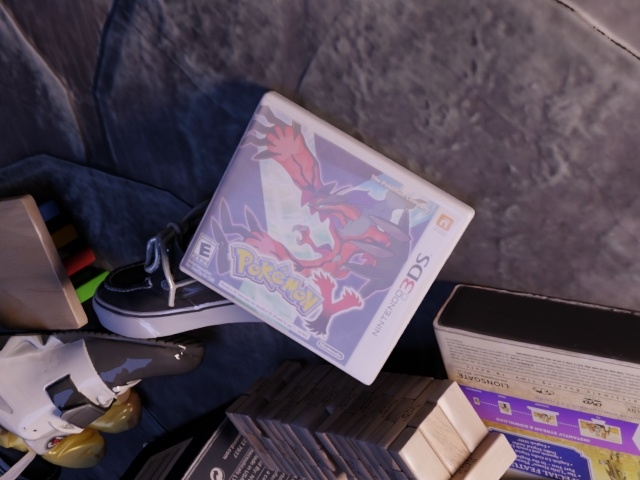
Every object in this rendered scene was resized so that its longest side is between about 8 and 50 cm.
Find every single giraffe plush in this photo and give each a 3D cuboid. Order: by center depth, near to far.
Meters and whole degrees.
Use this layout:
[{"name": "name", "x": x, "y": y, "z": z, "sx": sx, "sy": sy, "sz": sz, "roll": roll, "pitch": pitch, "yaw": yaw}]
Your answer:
[{"name": "giraffe plush", "x": -0.368, "y": 0.203, "z": 1.409, "sx": 0.170, "sy": 0.210, "sz": 0.181, "roll": 45, "pitch": 160, "yaw": 41}]

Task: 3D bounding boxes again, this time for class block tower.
[{"name": "block tower", "x": 0.034, "y": 0.188, "z": 1.049, "sx": 0.335, "sy": 0.091, "sz": 0.097, "roll": -2, "pitch": 127, "yaw": 56}]

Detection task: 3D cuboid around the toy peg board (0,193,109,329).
[{"name": "toy peg board", "x": -0.332, "y": 0.016, "z": 1.241, "sx": 0.161, "sy": 0.079, "sz": 0.160, "roll": -5, "pitch": 112, "yaw": 42}]

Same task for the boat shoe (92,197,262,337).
[{"name": "boat shoe", "x": -0.113, "y": 0.024, "z": 1.027, "sx": 0.306, "sy": 0.113, "sz": 0.105, "roll": -3, "pitch": 122, "yaw": 37}]

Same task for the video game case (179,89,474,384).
[{"name": "video game case", "x": 0.000, "y": 0.000, "z": 0.905, "sx": 0.201, "sy": 0.023, "sz": 0.183, "roll": 31, "pitch": 111, "yaw": 7}]

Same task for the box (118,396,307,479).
[{"name": "box", "x": -0.079, "y": 0.433, "z": 1.364, "sx": 0.395, "sy": 0.212, "sz": 0.293, "roll": 43, "pitch": 142, "yaw": -10}]

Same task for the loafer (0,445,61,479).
[{"name": "loafer", "x": -0.501, "y": 0.311, "z": 1.683, "sx": 0.220, "sy": 0.080, "sz": 0.078, "roll": 42, "pitch": 144, "yaw": -8}]

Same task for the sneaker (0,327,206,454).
[{"name": "sneaker", "x": -0.287, "y": 0.173, "z": 1.239, "sx": 0.331, "sy": 0.146, "sz": 0.122, "roll": -5, "pitch": 175, "yaw": 15}]

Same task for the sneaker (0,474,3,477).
[{"name": "sneaker", "x": -0.552, "y": 0.489, "z": 1.921, "sx": 0.229, "sy": 0.087, "sz": 0.092, "roll": 28, "pitch": 141, "yaw": 7}]

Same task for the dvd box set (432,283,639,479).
[{"name": "dvd box set", "x": 0.291, "y": 0.230, "z": 0.969, "sx": 0.308, "sy": 0.062, "sz": 0.420, "roll": 8, "pitch": 135, "yaw": 33}]

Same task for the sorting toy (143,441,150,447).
[{"name": "sorting toy", "x": -0.218, "y": 0.327, "z": 1.529, "sx": 0.083, "sy": 0.012, "sz": 0.062, "roll": 21, "pitch": 141, "yaw": 21}]
